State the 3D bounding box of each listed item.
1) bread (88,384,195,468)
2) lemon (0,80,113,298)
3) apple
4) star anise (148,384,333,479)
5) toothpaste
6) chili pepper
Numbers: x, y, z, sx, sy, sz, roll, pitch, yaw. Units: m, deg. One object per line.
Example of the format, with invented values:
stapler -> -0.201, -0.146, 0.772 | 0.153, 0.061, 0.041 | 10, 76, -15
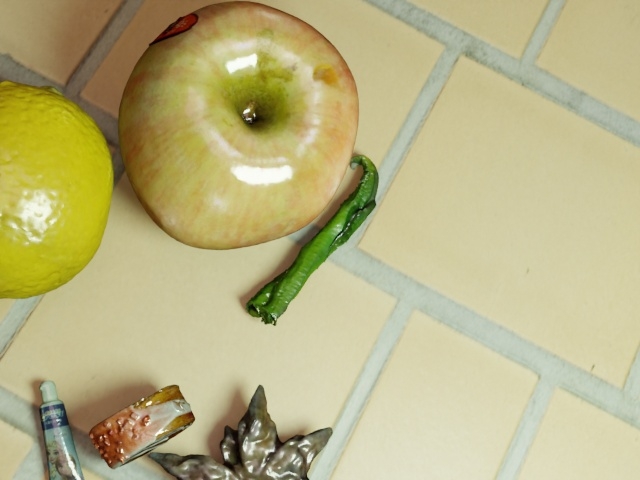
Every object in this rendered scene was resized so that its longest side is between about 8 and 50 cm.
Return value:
bread -> -0.275, 0.290, 1.411 | 0.161, 0.160, 0.073 | -27, 82, -15
lemon -> -0.475, -0.076, 1.414 | 0.336, 0.336, 0.335 | 2, 73, -7
apple -> -0.136, -0.172, 1.473 | 0.392, 0.346, 0.391 | 3, 78, -14
star anise -> -0.117, 0.381, 1.428 | 0.316, 0.108, 0.315 | 1, 81, -7
toothpaste -> -0.411, 0.329, 1.443 | 0.062, 0.037, 0.216 | -12, 80, -12
chili pepper -> 0.000, 0.000, 1.582 | 0.359, 0.085, 0.076 | -53, 125, -23
